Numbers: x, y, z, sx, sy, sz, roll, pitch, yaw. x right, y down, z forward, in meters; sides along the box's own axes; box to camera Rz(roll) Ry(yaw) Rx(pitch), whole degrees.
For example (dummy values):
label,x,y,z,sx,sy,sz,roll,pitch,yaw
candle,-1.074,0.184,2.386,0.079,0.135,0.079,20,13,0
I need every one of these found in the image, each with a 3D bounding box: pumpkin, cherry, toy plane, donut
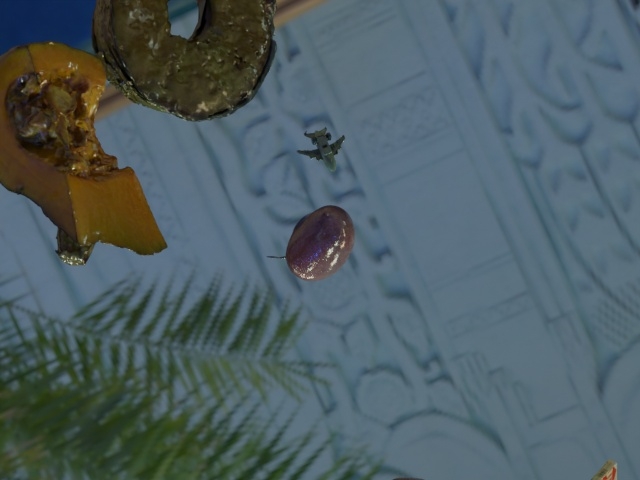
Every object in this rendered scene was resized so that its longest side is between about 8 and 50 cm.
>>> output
label,x,y,z,sx,sy,sz,roll,pitch,yaw
pumpkin,-0.277,-0.079,1.352,0.126,0.248,0.131,-25,166,29
cherry,0.001,0.006,1.732,0.106,0.087,0.126,-59,-165,-17
toy plane,0.006,-0.142,1.954,0.080,0.083,0.033,-18,149,-13
donut,-0.184,-0.285,1.644,0.272,0.272,0.107,-25,-167,-36

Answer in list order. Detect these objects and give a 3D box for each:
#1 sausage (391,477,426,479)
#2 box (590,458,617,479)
label,x,y,z,sx,sy,sz,roll,pitch,yaw
sausage,0.105,0.307,1.474,0.054,0.062,0.183,-7,165,16
box,0.384,0.349,1.718,0.015,0.093,0.058,22,-135,36
